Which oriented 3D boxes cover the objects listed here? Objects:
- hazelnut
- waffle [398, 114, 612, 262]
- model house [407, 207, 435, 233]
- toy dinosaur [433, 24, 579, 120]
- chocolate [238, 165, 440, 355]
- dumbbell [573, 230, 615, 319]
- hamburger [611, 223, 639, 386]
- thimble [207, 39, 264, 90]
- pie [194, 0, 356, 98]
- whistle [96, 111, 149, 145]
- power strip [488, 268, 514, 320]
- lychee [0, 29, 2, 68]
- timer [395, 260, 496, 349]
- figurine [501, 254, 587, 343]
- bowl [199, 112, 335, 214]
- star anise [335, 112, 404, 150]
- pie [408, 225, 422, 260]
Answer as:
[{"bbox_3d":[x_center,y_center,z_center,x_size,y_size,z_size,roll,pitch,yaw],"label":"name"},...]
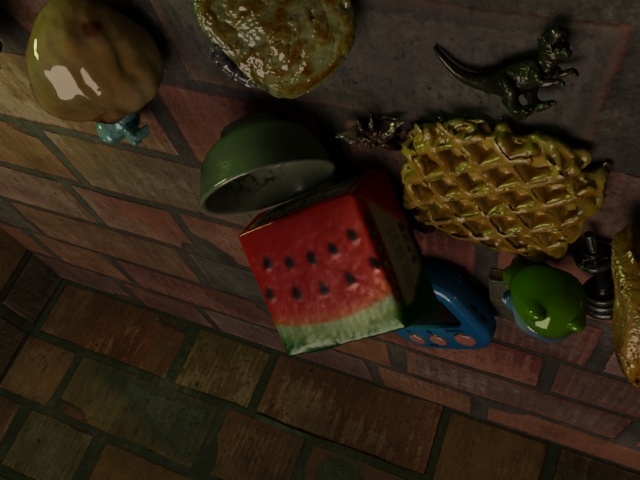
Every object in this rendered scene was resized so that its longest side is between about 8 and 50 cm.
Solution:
[{"bbox_3d":[-0.445,-0.351,1.257,0.261,0.241,0.261,-7,161,-2],"label":"hazelnut"},{"bbox_3d":[0.324,-0.093,1.232,0.379,0.095,0.382,18,154,15],"label":"waffle"},{"bbox_3d":[0.231,-0.040,1.466,0.058,0.057,0.083,26,158,12],"label":"model house"},{"bbox_3d":[0.286,-0.274,0.960,0.179,0.087,0.187,58,140,10],"label":"toy dinosaur"},{"bbox_3d":[0.025,0.063,1.421,0.360,0.161,0.341,-19,97,30],"label":"chocolate"},{"bbox_3d":[0.570,0.067,1.332,0.110,0.110,0.254,5,145,37],"label":"dumbbell"},{"bbox_3d":[0.606,0.127,1.144,0.170,0.314,0.290,0,-179,39],"label":"hamburger"},{"bbox_3d":[-0.110,-0.332,1.102,0.150,0.098,0.150,20,158,8],"label":"thimble"},{"bbox_3d":[-0.060,-0.339,0.979,0.248,0.201,0.090,43,-171,-25],"label":"pie"},{"bbox_3d":[-0.460,-0.302,1.509,0.186,0.093,0.274,53,150,-1],"label":"whistle"},{"bbox_3d":[0.480,0.151,1.671,0.092,0.034,0.268,13,155,23],"label":"power strip"},{"bbox_3d":[-0.849,-0.426,1.273,0.380,0.380,0.432,6,178,36],"label":"lychee"},{"bbox_3d":[0.294,0.178,1.779,0.309,0.115,0.340,43,151,-25],"label":"timer"},{"bbox_3d":[0.457,0.107,1.357,0.162,0.263,0.143,21,113,-5],"label":"figurine"},{"bbox_3d":[-0.124,-0.171,1.347,0.289,0.146,0.289,-17,170,-3],"label":"bowl"},{"bbox_3d":[0.093,-0.200,1.237,0.129,0.056,0.124,3,158,6],"label":"star anise"},{"bbox_3d":[0.173,-0.010,1.496,0.182,0.049,0.182,57,168,19],"label":"pie"}]
